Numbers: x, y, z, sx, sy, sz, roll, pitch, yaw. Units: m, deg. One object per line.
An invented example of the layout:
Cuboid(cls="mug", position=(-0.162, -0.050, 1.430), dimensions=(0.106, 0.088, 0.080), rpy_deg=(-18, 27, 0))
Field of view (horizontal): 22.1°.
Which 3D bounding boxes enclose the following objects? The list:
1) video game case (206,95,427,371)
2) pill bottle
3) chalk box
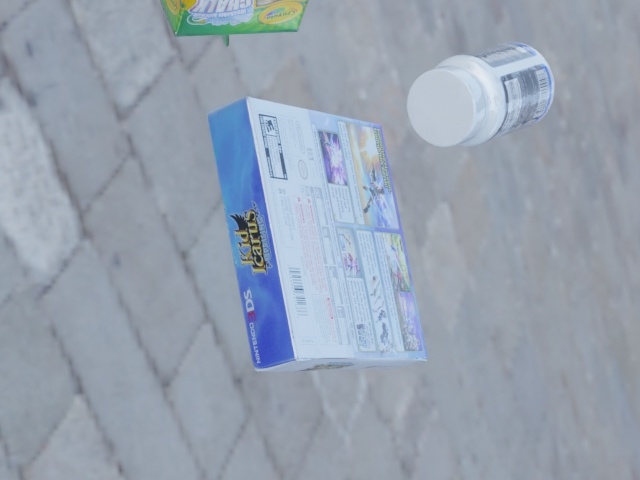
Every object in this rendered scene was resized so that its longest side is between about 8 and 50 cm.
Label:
Cuboid(cls="video game case", position=(0.000, 0.000, 1.686), dimensions=(0.244, 0.061, 0.269), rpy_deg=(6, 70, -54))
Cuboid(cls="pill bottle", position=(0.135, -0.122, 1.387), dimensions=(0.137, 0.078, 0.078), rpy_deg=(-21, 98, -53))
Cuboid(cls="chalk box", position=(-0.084, -0.278, 1.531), dimensions=(0.132, 0.132, 0.213), rpy_deg=(66, -32, 33))
